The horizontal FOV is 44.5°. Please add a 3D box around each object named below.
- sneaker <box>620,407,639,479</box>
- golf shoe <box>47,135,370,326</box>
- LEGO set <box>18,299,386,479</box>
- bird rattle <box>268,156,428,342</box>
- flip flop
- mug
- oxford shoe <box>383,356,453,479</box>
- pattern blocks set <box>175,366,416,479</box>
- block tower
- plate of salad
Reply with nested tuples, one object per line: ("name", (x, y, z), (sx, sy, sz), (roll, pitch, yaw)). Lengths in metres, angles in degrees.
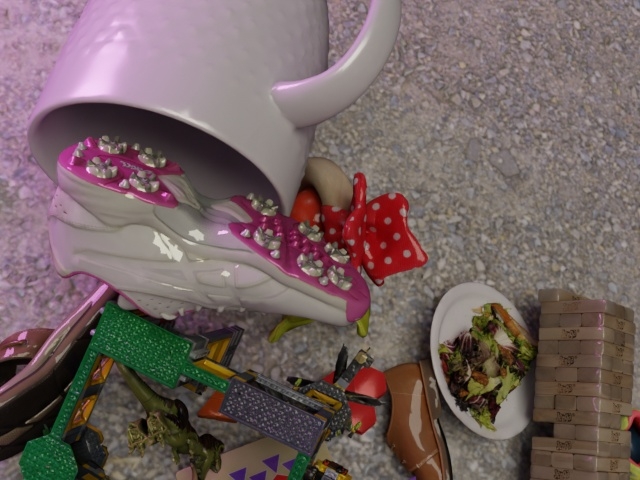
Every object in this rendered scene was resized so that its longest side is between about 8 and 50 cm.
("sneaker", (0.414, 0.301, 0.997), (0.081, 0.094, 0.208), (-28, 87, -23))
("golf shoe", (-0.106, 0.020, 0.726), (0.306, 0.115, 0.140), (25, 113, -5))
("LEGO set", (-0.115, 0.196, 0.814), (0.331, 0.192, 0.255), (16, 92, 12))
("bird rattle", (0.000, 0.000, 0.877), (0.143, 0.253, 0.207), (-13, 57, -20))
("flip flop", (-0.294, 0.125, 0.824), (0.080, 0.112, 0.277), (33, 69, 21))
("mug", (-0.086, -0.200, 0.835), (0.276, 0.374, 0.328), (44, 52, -45))
("oxford shoe", (0.118, 0.252, 0.941), (0.076, 0.076, 0.212), (-11, 75, 6))
("pattern blocks set", (-0.052, 0.290, 0.860), (0.325, 0.026, 0.285), (-10, 65, -13))
("block tower", (0.322, 0.229, 0.962), (0.091, 0.097, 0.335), (18, 72, -42))
("plate of salad", (0.216, 0.146, 0.975), (0.200, 0.048, 0.200), (15, 64, -34))
